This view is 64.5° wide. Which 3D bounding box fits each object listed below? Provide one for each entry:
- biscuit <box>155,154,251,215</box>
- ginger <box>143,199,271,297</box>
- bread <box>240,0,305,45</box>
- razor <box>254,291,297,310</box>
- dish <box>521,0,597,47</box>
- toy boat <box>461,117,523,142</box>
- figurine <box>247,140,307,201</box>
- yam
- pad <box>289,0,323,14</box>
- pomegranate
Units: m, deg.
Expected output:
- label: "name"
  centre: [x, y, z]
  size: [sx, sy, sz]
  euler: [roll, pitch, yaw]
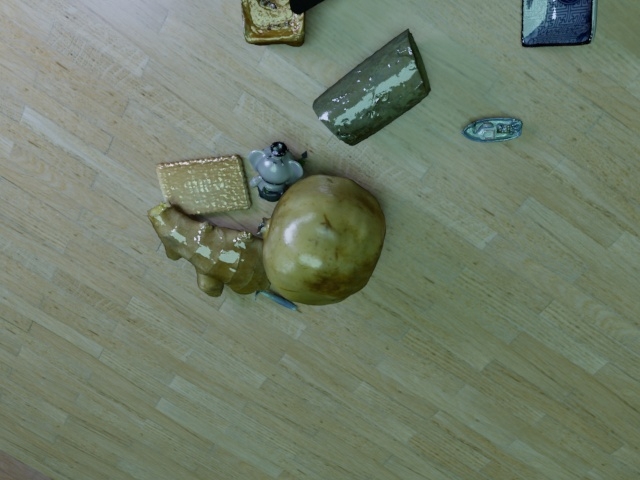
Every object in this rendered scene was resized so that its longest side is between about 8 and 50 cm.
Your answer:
- label: "biscuit"
  centre: [-0.321, -0.149, 1.396]
  size: [0.250, 0.030, 0.160]
  euler: [-5, 112, 12]
- label: "ginger"
  centre: [-0.306, 0.032, 1.427]
  size: [0.376, 0.166, 0.236]
  euler: [26, 140, 10]
- label: "bread"
  centre: [-0.104, -0.517, 1.139]
  size: [0.149, 0.143, 0.158]
  euler: [3, 113, 0]
- label: "razor"
  centre: [-0.128, 0.172, 1.499]
  size: [0.135, 0.068, 0.040]
  euler: [28, 116, -17]
- label: "dish"
  centre: [0.509, -0.530, 1.040]
  size: [0.080, 0.182, 0.243]
  euler: [-17, 114, -22]
- label: "toy boat"
  centre: [0.407, -0.261, 1.206]
  size: [0.140, 0.066, 0.059]
  euler: [-1, 117, 11]
- label: "figurine"
  centre: [-0.116, -0.179, 1.292]
  size: [0.147, 0.126, 0.192]
  euler: [13, 145, -8]
- label: "yam"
  centre: [0.127, -0.340, 1.167]
  size: [0.268, 0.161, 0.161]
  euler: [-31, 105, 20]
- label: "pad"
  centre: [0.004, -0.642, 0.986]
  size: [0.250, 0.055, 0.323]
  euler: [-37, 132, -20]
- label: "pomegranate"
  centre: [0.000, 0.000, 1.260]
  size: [0.333, 0.332, 0.332]
  euler: [4, 114, 8]
